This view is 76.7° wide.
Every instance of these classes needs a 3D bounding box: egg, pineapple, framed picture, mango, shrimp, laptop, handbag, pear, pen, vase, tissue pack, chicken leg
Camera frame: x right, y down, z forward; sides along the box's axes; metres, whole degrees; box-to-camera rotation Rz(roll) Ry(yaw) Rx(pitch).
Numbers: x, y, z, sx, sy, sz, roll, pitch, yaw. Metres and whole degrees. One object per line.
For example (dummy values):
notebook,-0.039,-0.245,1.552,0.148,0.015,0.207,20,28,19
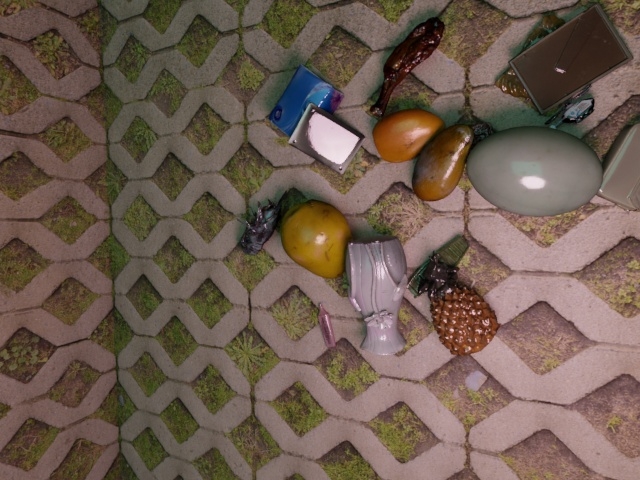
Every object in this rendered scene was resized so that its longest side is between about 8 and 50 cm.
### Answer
egg,0.660,-0.216,1.272,0.388,0.276,0.277,18,101,20
pineapple,0.454,0.211,1.427,0.222,0.222,0.358,-36,81,24
framed picture,0.791,-0.576,1.293,0.289,0.020,0.211,-32,90,20
mango,0.427,-0.273,1.421,0.317,0.146,0.193,112,152,-44
shrimp,-0.272,-0.084,1.813,0.137,0.172,0.373,38,116,26
laptop,0.026,-0.409,1.645,0.268,0.015,0.188,28,110,-15
handbag,0.984,-0.211,1.227,0.219,0.079,0.256,27,105,12
pear,-0.010,-0.003,1.653,0.284,0.285,0.337,-2,132,27
pen,0.024,0.368,1.766,0.053,0.032,0.198,-17,87,27
vase,0.223,0.206,1.542,0.249,0.250,0.447,-2,100,27
tissue pack,-0.062,-0.557,1.690,0.198,0.146,0.264,42,110,19
chicken leg,0.310,-0.642,1.512,0.407,0.095,0.158,-53,40,12
mango,0.329,-0.402,1.508,0.256,0.138,0.188,-22,95,32

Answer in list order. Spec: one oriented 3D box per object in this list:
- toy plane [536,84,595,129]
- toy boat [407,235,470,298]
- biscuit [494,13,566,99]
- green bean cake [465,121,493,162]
toy plane,0.804,-0.403,1.310,0.197,0.053,0.078,-41,82,29
toy boat,0.445,0.101,1.524,0.093,0.055,0.293,48,112,17
biscuit,0.739,-0.594,1.344,0.187,0.036,0.274,37,107,15
green bean cake,0.547,-0.347,1.445,0.135,0.056,0.136,-6,90,28
